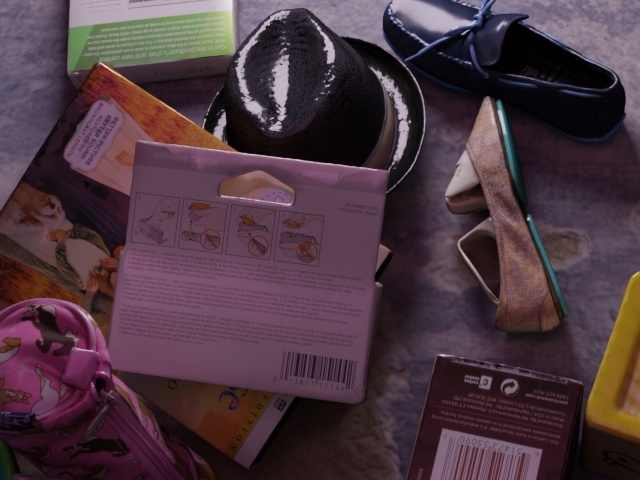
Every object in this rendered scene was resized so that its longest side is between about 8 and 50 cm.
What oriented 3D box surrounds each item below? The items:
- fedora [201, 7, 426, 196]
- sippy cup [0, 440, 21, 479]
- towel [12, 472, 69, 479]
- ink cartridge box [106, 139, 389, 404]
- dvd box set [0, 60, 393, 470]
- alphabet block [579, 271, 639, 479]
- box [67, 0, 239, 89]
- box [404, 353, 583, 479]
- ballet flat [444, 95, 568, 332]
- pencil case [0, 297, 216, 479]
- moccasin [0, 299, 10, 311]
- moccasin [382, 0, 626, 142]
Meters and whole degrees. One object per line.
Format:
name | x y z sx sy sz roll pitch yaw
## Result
fedora | -0.026 -0.173 1.925 0.334 0.152 0.334 -8 51 10
sippy cup | -0.428 0.321 1.776 0.305 0.224 0.240 -27 65 -4
towel | -0.199 0.409 1.647 0.331 0.053 0.317 9 100 -22
ink cartridge box | -0.078 0.035 1.739 0.296 0.066 0.261 8 89 8
dvd box set | -0.170 0.028 1.818 0.420 0.062 0.308 34 92 8
alphabet block | 0.407 0.174 1.732 0.192 0.197 0.193 16 71 15
box | -0.230 -0.368 2.131 0.232 0.058 0.322 -5 65 6
box | 0.196 0.248 1.728 0.168 0.203 0.167 10 69 12
ballet flat | 0.212 -0.031 1.901 0.106 0.107 0.316 -17 64 9
pencil case | -0.244 0.220 1.710 0.160 0.386 0.167 -26 52 0
moccasin | -0.485 0.049 1.941 0.380 0.147 0.139 13 70 13
moccasin | 0.241 -0.251 1.974 0.342 0.117 0.138 23 65 14
